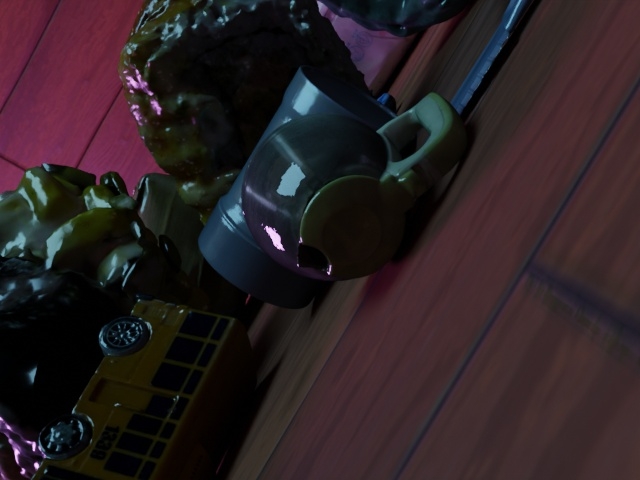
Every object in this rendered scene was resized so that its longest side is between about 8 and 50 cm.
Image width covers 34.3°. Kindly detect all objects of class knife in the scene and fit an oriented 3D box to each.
[{"bbox_3d":[0.102,-0.114,0.591,0.313,0.019,0.044,-60,7,26],"label":"knife"}]

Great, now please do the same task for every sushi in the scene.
[{"bbox_3d":[-0.238,0.111,0.997,0.327,0.329,0.285,2,41,41],"label":"sushi"},{"bbox_3d":[-0.059,-0.122,0.856,0.184,0.274,0.139,-30,24,3],"label":"sushi"}]

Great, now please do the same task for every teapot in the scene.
[{"bbox_3d":[0.016,-0.031,0.560,0.124,0.092,0.091,-65,21,11],"label":"teapot"}]

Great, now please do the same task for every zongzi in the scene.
[{"bbox_3d":[-0.188,0.139,1.360,0.356,0.174,0.393,83,-167,-80],"label":"zongzi"}]

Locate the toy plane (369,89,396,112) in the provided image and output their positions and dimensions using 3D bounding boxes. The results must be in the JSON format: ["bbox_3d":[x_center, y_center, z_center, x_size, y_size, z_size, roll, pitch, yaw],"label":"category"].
[{"bbox_3d":[-0.016,-0.071,1.060,0.169,0.078,0.246,-62,12,-25],"label":"toy plane"}]

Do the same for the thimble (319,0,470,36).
[{"bbox_3d":[0.055,-0.299,0.887,0.198,0.235,0.143,-6,44,40],"label":"thimble"}]

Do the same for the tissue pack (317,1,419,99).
[{"bbox_3d":[0.069,-0.287,1.240,0.271,0.124,0.201,-58,6,34],"label":"tissue pack"}]

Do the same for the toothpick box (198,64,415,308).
[{"bbox_3d":[-0.011,-0.038,0.767,0.153,0.101,0.101,-57,6,19],"label":"toothpick box"}]

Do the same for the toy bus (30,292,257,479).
[{"bbox_3d":[-0.127,0.149,0.763,0.098,0.114,0.201,83,-156,-45],"label":"toy bus"}]
